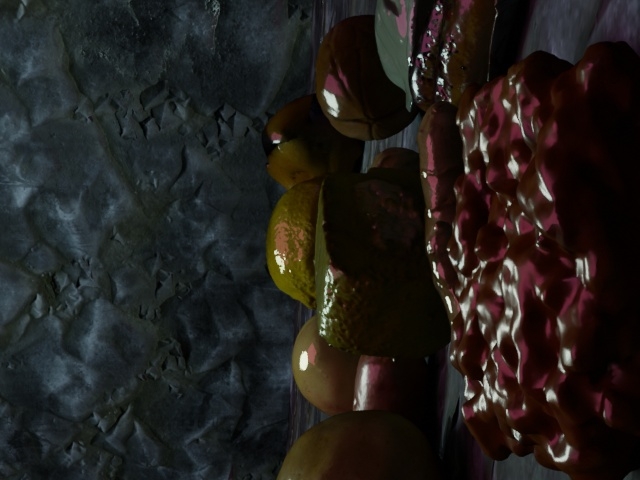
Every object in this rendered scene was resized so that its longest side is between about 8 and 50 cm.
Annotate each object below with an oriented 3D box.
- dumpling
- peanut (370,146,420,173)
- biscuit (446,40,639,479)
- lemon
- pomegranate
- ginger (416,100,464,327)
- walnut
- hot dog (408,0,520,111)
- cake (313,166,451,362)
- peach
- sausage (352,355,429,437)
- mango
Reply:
[{"bbox_3d":[0.130,-0.258,1.335,0.219,0.108,0.153,81,164,-44],"label":"dumpling"},{"bbox_3d":[0.099,-0.035,1.511,0.095,0.108,0.226,-107,19,-44],"label":"peanut"},{"bbox_3d":[0.171,0.023,0.818,0.312,0.110,0.318,171,101,-83],"label":"biscuit"},{"bbox_3d":[0.000,0.000,1.962,0.204,0.204,0.260,114,165,-75],"label":"lemon"},{"bbox_3d":[0.057,0.320,1.339,0.233,0.233,0.233,-179,90,-84],"label":"pomegranate"},{"bbox_3d":[0.147,0.018,1.088,0.148,0.081,0.334,72,-168,-54],"label":"ginger"},{"bbox_3d":[0.070,-0.239,1.576,0.167,0.167,0.207,98,173,-47],"label":"walnut"},{"bbox_3d":[0.153,-0.220,1.162,0.270,0.081,0.163,100,168,-49],"label":"hot dog"},{"bbox_3d":[0.085,0.019,1.302,0.260,0.179,0.156,-92,7,-53],"label":"cake"},{"bbox_3d":[0.046,0.188,1.647,0.184,0.184,0.184,-179,90,-84],"label":"peach"},{"bbox_3d":[0.096,0.250,1.483,0.113,0.113,0.259,-107,18,-71],"label":"sausage"},{"bbox_3d":[-0.014,-0.184,2.194,0.287,0.201,0.153,91,-163,-64],"label":"mango"}]
